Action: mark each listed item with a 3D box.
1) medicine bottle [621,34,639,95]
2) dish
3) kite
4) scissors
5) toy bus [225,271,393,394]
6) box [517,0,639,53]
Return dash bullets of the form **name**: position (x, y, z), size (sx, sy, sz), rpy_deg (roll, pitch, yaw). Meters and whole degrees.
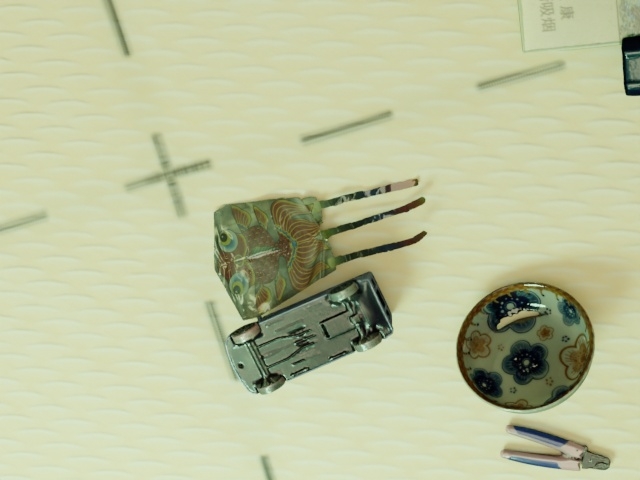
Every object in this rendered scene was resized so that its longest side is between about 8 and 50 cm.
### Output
- **medicine bottle**: position (0.352, -0.248, 1.419), size (0.124, 0.079, 0.258), rpy_deg (13, 103, 7)
- **dish**: position (0.214, 0.120, 1.596), size (0.141, 0.078, 0.141), rpy_deg (-8, 62, 16)
- **kite**: position (0.001, 0.001, 1.613), size (0.229, 0.016, 0.127), rpy_deg (-14, 77, 9)
- **scissors**: position (0.245, 0.220, 1.635), size (0.113, 0.012, 0.039), rpy_deg (11, 103, 7)
- **toy bus**: position (-0.011, 0.095, 1.619), size (0.167, 0.076, 0.073), rpy_deg (-23, 101, 10)
- **box**: position (0.313, -0.273, 1.497), size (0.257, 0.069, 0.164), rpy_deg (-5, 100, 10)
